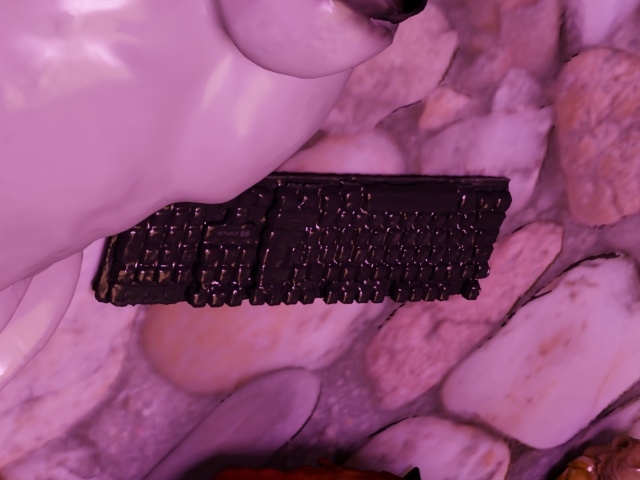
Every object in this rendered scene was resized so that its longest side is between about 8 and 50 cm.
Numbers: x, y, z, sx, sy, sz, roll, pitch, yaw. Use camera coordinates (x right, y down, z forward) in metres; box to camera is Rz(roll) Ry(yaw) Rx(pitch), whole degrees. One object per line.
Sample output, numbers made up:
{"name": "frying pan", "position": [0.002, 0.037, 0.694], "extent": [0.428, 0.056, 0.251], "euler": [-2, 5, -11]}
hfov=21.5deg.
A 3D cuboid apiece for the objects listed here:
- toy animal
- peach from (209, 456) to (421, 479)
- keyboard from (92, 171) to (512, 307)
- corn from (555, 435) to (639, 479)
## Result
{"name": "toy animal", "position": [-0.134, -0.042, 0.579], "extent": [0.357, 0.194, 0.258], "euler": [-42, 176, 24]}
{"name": "peach", "position": [-0.006, 0.331, 0.897], "extent": [0.335, 0.310, 0.406], "euler": [1, 125, -33]}
{"name": "keyboard", "position": [0.000, 0.000, 0.822], "extent": [0.231, 0.023, 0.072], "euler": [0, 123, -36]}
{"name": "corn", "position": [0.178, 0.228, 1.098], "extent": [0.097, 0.097, 0.261], "euler": [-15, 135, -26]}
